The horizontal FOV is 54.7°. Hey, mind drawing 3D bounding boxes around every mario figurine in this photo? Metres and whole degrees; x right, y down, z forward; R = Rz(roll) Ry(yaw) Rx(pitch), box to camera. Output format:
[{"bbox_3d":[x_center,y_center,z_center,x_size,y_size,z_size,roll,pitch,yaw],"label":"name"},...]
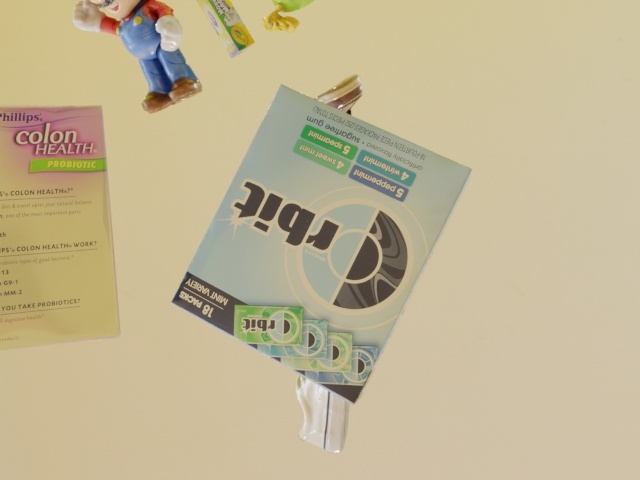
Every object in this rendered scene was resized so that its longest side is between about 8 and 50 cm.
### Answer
[{"bbox_3d":[-0.360,-0.397,1.151,0.198,0.170,0.320,-24,-75,3],"label":"mario figurine"}]

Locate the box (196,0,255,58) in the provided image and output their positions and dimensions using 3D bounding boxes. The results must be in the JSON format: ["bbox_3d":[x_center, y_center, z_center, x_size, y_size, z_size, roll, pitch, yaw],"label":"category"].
[{"bbox_3d":[-0.198,-0.449,1.203,0.043,0.105,0.179,-33,-75,-9],"label":"box"}]

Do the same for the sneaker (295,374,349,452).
[{"bbox_3d":[0.003,0.232,1.027,0.091,0.094,0.258,7,-78,11],"label":"sneaker"}]

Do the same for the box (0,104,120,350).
[{"bbox_3d":[-0.329,-0.017,0.642,0.214,0.117,0.242,-5,-77,-19],"label":"box"}]

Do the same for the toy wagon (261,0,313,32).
[{"bbox_3d":[0.031,-0.434,0.890,0.267,0.068,0.344,22,-114,43],"label":"toy wagon"}]

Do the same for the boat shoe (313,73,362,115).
[{"bbox_3d":[0.023,-0.240,1.308,0.123,0.342,0.123,-37,-86,-22],"label":"boat shoe"}]

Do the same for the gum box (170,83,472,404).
[{"bbox_3d":[0.000,0.000,0.460,0.157,0.041,0.184,27,-90,12],"label":"gum box"}]
